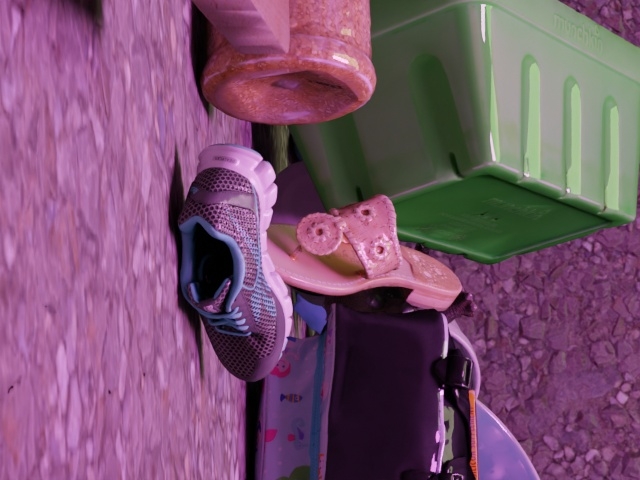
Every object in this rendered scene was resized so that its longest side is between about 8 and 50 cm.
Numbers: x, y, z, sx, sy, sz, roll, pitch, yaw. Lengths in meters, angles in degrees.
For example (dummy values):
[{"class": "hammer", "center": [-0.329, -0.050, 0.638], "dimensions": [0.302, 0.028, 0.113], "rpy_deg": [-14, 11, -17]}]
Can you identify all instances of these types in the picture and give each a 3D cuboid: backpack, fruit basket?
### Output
[{"class": "backpack", "center": [0.043, 0.184, 1.382], "dimensions": [0.253, 0.191, 0.225], "rpy_deg": [58, 33, -68]}, {"class": "fruit basket", "center": [0.110, -0.182, 1.538], "dimensions": [0.392, 0.283, 0.392], "rpy_deg": [33, 48, -46]}]

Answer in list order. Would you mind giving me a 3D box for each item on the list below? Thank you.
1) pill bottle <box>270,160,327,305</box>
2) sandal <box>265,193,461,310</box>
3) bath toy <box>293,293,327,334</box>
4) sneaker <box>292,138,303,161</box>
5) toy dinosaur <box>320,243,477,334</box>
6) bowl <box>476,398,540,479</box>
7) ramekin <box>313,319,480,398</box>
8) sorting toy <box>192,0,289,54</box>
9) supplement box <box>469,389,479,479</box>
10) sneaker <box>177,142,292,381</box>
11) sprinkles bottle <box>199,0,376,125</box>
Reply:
[{"class": "pill bottle", "center": [0.000, 0.000, 1.582], "dimensions": [0.169, 0.094, 0.094], "rpy_deg": [80, 9, -65]}, {"class": "sandal", "center": [0.041, -0.004, 1.376], "dimensions": [0.079, 0.240, 0.088], "rpy_deg": [-56, -133, 21]}, {"class": "bath toy", "center": [0.030, -0.010, 1.941], "dimensions": [0.151, 0.129, 0.348], "rpy_deg": [-48, -174, 14]}, {"class": "sneaker", "center": [0.011, -0.109, 1.933], "dimensions": [0.232, 0.081, 0.090], "rpy_deg": [-86, 166, -70]}, {"class": "toy dinosaur", "center": [0.049, 0.098, 1.605], "dimensions": [0.121, 0.160, 0.313], "rpy_deg": [57, -33, 24]}, {"class": "bowl", "center": [0.106, 0.324, 1.913], "dimensions": [0.163, 0.311, 0.312], "rpy_deg": [-39, -145, 35]}, {"class": "ramekin", "center": [0.082, 0.150, 2.017], "dimensions": [0.109, 0.207, 0.207], "rpy_deg": [-103, -173, -57]}, {"class": "sorting toy", "center": [-0.069, -0.213, 0.655], "dimensions": [0.257, 0.089, 0.256], "rpy_deg": [10, 78, -87]}, {"class": "supplement box", "center": [0.054, 0.203, 1.555], "dimensions": [0.081, 0.188, 0.104], "rpy_deg": [79, 10, -64]}, {"class": "sneaker", "center": [-0.060, 0.027, 1.012], "dimensions": [0.076, 0.065, 0.166], "rpy_deg": [-61, 150, -50]}, {"class": "sprinkles bottle", "center": [-0.023, -0.263, 1.167], "dimensions": [0.121, 0.121, 0.355], "rpy_deg": [77, 12, -72]}]
